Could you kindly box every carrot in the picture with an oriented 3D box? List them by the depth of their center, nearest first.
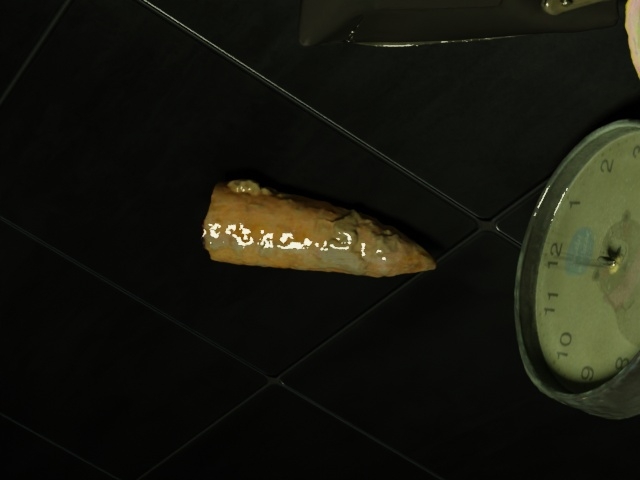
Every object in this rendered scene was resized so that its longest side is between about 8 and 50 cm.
[{"bbox_3d":[0.000,0.000,1.677,0.263,0.102,0.102,11,143,9],"label":"carrot"}]

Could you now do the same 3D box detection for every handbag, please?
[{"bbox_3d":[0.127,-0.276,1.224,0.288,0.152,0.342,3,144,-2],"label":"handbag"}]

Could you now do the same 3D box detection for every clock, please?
[{"bbox_3d":[0.271,0.023,1.392,0.055,0.281,0.280,15,148,-23],"label":"clock"}]

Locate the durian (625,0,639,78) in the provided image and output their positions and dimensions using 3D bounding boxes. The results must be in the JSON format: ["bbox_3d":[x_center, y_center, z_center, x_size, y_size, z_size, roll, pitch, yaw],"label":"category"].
[{"bbox_3d":[0.332,-0.179,1.232,0.186,0.154,0.260,26,137,6],"label":"durian"}]
